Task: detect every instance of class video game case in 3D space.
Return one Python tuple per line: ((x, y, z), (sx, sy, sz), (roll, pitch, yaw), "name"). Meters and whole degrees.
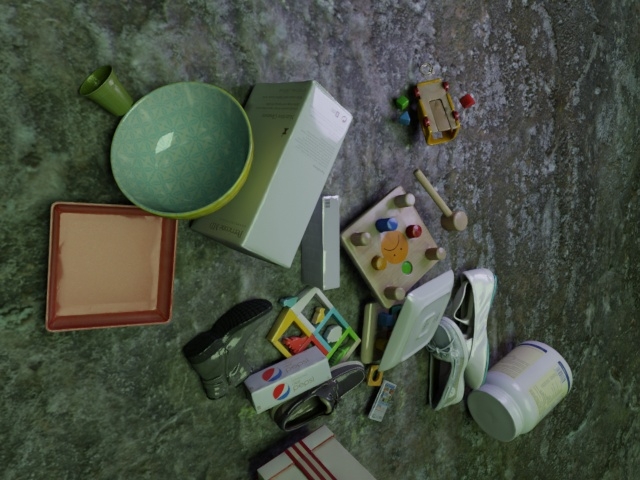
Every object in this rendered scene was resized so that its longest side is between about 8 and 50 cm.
((0.189, 0.490, 1.748), (0.087, 0.011, 0.122), (37, 75, -53), "video game case")

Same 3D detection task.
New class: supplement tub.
((0.696, 0.525, 2.007), (0.324, 0.235, 0.236), (-28, 114, -30), "supplement tub")

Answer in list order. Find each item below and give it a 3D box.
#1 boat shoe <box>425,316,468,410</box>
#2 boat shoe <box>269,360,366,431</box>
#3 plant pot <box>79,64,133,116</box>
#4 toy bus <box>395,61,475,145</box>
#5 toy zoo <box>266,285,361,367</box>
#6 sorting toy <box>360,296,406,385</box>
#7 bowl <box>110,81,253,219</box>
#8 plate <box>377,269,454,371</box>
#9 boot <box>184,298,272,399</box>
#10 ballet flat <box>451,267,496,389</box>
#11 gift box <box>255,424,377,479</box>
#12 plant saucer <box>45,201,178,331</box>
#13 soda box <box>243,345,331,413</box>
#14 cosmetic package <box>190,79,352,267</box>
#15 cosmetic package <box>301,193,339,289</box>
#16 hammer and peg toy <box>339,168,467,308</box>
((0.396, 0.399, 1.840), (0.103, 0.118, 0.321), (-18, 118, -30), "boat shoe")
((0.006, 0.422, 1.528), (0.285, 0.092, 0.103), (-23, 118, -15), "boat shoe")
((-0.418, -0.291, 1.138), (0.083, 0.083, 0.079), (-57, 138, -15), "plant pot")
((0.325, -0.376, 1.653), (0.202, 0.190, 0.104), (-55, 168, -15), "toy bus")
((-0.024, 0.254, 1.550), (0.192, 0.030, 0.293), (-50, 123, -19), "toy zoo")
((0.203, 0.267, 1.698), (0.195, 0.047, 0.348), (-2, 100, -45), "sorting toy")
((-0.267, -0.165, 1.196), (0.290, 0.289, 0.156), (-61, 167, -12), "bowl")
((0.294, 0.240, 1.677), (0.278, 0.045, 0.278), (-19, 132, -49), "plate")
((-0.203, 0.263, 1.400), (0.246, 0.083, 0.161), (-35, 124, -21), "boot")
((0.485, 0.286, 1.892), (0.139, 0.139, 0.401), (8, 89, -37), "ballet flat")
((-0.026, 0.683, 1.492), (0.255, 0.258, 0.277), (-19, 129, -35), "gift box")
((-0.435, 0.052, 1.198), (0.259, 0.047, 0.259), (1, 97, -38), "plant saucer")
((-0.085, 0.354, 1.467), (0.216, 0.074, 0.069), (-22, 117, -19), "soda box")
((-0.110, -0.152, 1.294), (0.156, 0.217, 0.385), (32, 76, -43), "cosmetic package")
((0.000, 0.000, 1.483), (0.060, 0.098, 0.239), (-9, 104, -38), "cosmetic package")
((0.232, -0.019, 1.614), (0.361, 0.127, 0.266), (-41, 107, -25), "hammer and peg toy")
